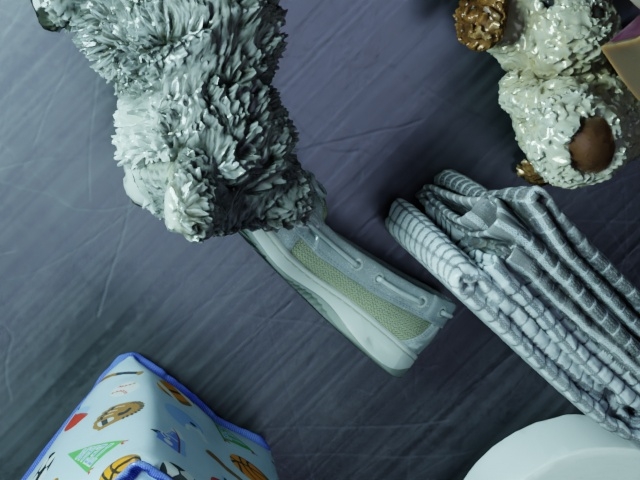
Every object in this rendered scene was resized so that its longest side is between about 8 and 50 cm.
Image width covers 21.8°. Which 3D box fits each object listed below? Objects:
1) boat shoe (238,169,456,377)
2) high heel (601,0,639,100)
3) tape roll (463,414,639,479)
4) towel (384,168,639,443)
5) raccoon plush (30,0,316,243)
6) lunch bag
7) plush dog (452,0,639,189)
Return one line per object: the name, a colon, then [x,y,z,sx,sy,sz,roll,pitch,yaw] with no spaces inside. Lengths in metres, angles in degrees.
boat shoe: [0.002,0.001,1.602,0.103,0.118,0.320,-46,112,-3]
high heel: [0.265,-0.311,1.446,0.181,0.127,0.377,-42,116,-25]
tape roll: [0.275,0.332,1.750,0.286,0.100,0.286,-3,106,-11]
towel: [0.213,0.050,1.591,0.284,0.235,0.121,42,91,-19]
raccoon plush: [-0.083,-0.201,1.358,0.216,0.299,0.446,-16,150,-29]
lunch bag: [-0.222,0.334,1.533,0.239,0.328,0.385,37,97,-13]
plush dog: [0.236,-0.173,1.585,0.262,0.210,0.225,-21,94,-32]
